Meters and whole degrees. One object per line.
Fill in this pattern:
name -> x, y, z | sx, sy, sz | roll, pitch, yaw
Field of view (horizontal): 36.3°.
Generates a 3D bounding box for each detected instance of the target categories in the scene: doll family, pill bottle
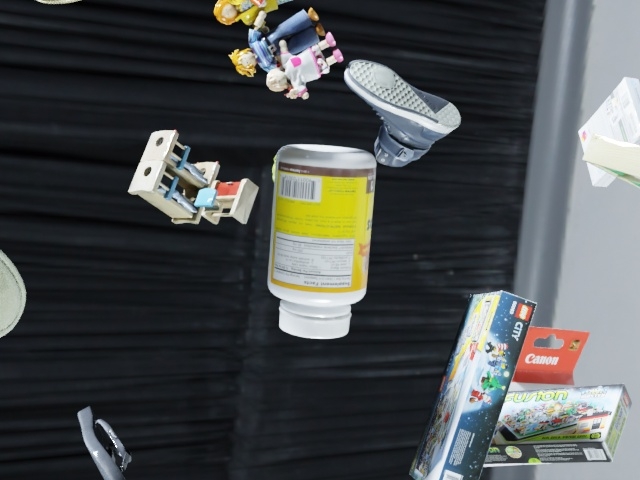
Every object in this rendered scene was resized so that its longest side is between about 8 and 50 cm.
doll family -> -0.087, -0.362, 1.658 | 0.263, 0.163, 0.118 | 63, 172, -13
pill bottle -> 0.000, 0.000, 1.135 | 0.117, 0.117, 0.215 | 20, 109, 56

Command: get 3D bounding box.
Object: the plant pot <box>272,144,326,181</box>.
plant pot -> -0.033, -0.110, 1.550 | 0.083, 0.079, 0.083 | 179, 90, -71

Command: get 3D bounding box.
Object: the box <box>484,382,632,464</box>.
box -> 0.295, 0.244, 1.288 | 0.207, 0.114, 0.036 | -12, 115, 37

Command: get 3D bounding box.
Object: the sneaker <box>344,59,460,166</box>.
sneaker -> 0.110, -0.217, 1.732 | 0.163, 0.226, 0.086 | -40, 30, 50

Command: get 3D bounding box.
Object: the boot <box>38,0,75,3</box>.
boot -> -0.182, -0.325, 0.916 | 0.095, 0.262, 0.203 | 60, 175, -33

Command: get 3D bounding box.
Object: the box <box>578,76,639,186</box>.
box -> 0.606, -0.220, 2.003 | 0.186, 0.038, 0.145 | 121, 149, -53

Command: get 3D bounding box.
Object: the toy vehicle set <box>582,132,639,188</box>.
toy vehicle set -> 0.460, -0.067, 1.217 | 0.166, 0.267, 0.035 | 25, 97, 40

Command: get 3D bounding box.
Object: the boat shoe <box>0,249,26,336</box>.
boat shoe -> -0.492, 0.032, 1.138 | 0.113, 0.340, 0.127 | 12, 83, 29

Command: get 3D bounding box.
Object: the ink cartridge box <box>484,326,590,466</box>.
ink cartridge box -> 0.352, 0.258, 1.591 | 0.066, 0.189, 0.232 | 45, 119, 47

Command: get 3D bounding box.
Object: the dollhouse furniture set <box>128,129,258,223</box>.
dollhouse furniture set -> -0.219, -0.115, 1.749 | 0.183, 0.129, 0.129 | 1, 64, 40

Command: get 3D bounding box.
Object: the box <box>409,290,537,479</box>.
box -> 0.171, 0.175, 1.114 | 0.159, 0.044, 0.233 | 125, 165, -84

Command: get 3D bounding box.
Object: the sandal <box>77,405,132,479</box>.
sandal -> -0.353, 0.331, 1.608 | 0.254, 0.054, 0.097 | 35, 149, 63
